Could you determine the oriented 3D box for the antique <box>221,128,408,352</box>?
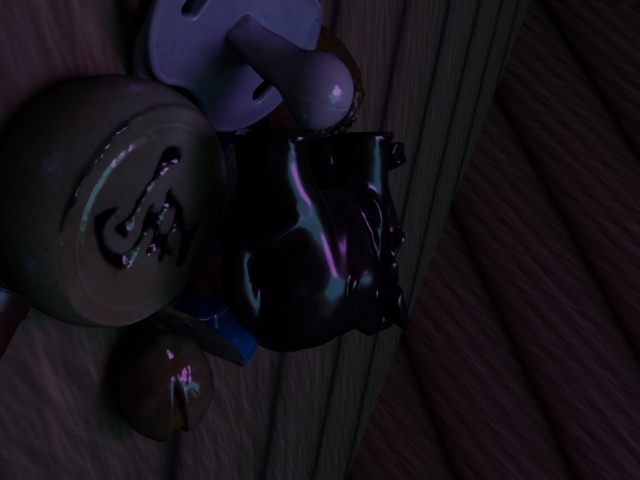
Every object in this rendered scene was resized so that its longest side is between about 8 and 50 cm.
[{"bbox_3d":[0.000,0.000,0.781,0.322,0.185,0.254,-14,102,-55],"label":"antique"}]

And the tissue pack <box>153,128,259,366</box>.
[{"bbox_3d":[-0.109,0.013,0.905,0.269,0.137,0.209,-63,156,-22],"label":"tissue pack"}]

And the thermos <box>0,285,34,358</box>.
[{"bbox_3d":[-0.320,0.132,0.515,0.232,0.099,0.124,-67,-162,-12],"label":"thermos"}]

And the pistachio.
[{"bbox_3d":[-0.200,0.190,0.865,0.124,0.125,0.184,-53,167,-43],"label":"pistachio"}]

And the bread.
[{"bbox_3d":[-0.016,-0.205,0.994,0.230,0.123,0.229,15,90,-71],"label":"bread"}]

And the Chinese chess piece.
[{"bbox_3d":[-0.199,-0.036,0.659,0.250,0.101,0.250,-48,150,-39],"label":"Chinese chess piece"}]

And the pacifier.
[{"bbox_3d":[-0.065,-0.192,0.729,0.238,0.226,0.287,-50,156,-5],"label":"pacifier"}]
